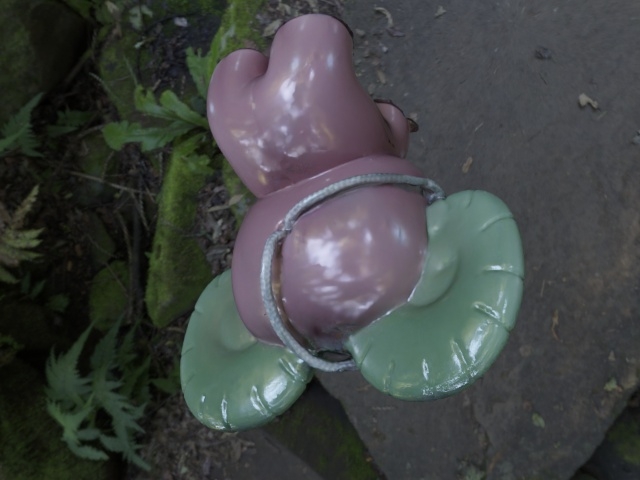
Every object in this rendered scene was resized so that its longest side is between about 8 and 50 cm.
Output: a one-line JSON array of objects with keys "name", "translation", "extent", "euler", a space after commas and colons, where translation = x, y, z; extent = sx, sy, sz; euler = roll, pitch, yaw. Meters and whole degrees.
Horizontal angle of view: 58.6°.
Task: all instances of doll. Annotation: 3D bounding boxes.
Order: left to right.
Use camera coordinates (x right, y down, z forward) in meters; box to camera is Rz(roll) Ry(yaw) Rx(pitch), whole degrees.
[{"name": "doll", "translation": [0.000, 0.000, 0.440], "extent": [0.284, 0.268, 0.216], "euler": [-21, 137, 27]}]
